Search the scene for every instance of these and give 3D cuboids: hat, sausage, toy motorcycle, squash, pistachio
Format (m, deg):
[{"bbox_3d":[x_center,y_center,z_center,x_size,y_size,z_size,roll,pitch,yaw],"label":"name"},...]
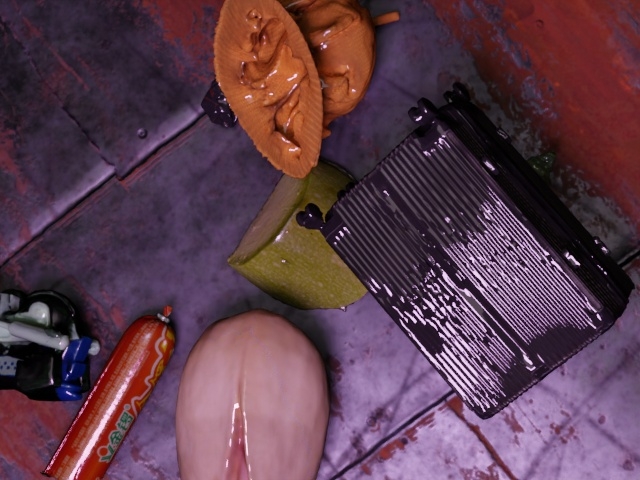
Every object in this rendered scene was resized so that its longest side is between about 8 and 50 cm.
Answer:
[{"bbox_3d":[0.020,-0.239,1.683,0.233,0.233,0.244,-30,95,-30],"label":"hat"},{"bbox_3d":[-0.259,0.198,1.684,0.083,0.083,0.264,28,86,13],"label":"sausage"},{"bbox_3d":[-0.456,0.156,1.707,0.331,0.125,0.196,-1,83,13],"label":"toy motorcycle"},{"bbox_3d":[-0.007,-0.005,1.672,0.184,0.085,0.192,31,88,14],"label":"squash"},{"bbox_3d":[-0.084,0.231,1.595,0.188,0.187,0.299,3,86,10],"label":"pistachio"}]

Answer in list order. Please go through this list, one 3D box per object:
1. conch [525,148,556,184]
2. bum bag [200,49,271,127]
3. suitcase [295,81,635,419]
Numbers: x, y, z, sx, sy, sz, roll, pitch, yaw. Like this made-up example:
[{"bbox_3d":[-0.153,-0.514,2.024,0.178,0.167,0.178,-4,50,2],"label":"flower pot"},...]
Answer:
[{"bbox_3d":[0.225,-0.033,1.639,0.095,0.079,0.200,33,103,35],"label":"conch"},{"bbox_3d":[-0.114,-0.211,1.748,0.058,0.034,0.124,29,87,5],"label":"bum bag"},{"bbox_3d":[0.174,0.017,1.548,0.335,0.152,0.229,50,120,4],"label":"suitcase"}]
